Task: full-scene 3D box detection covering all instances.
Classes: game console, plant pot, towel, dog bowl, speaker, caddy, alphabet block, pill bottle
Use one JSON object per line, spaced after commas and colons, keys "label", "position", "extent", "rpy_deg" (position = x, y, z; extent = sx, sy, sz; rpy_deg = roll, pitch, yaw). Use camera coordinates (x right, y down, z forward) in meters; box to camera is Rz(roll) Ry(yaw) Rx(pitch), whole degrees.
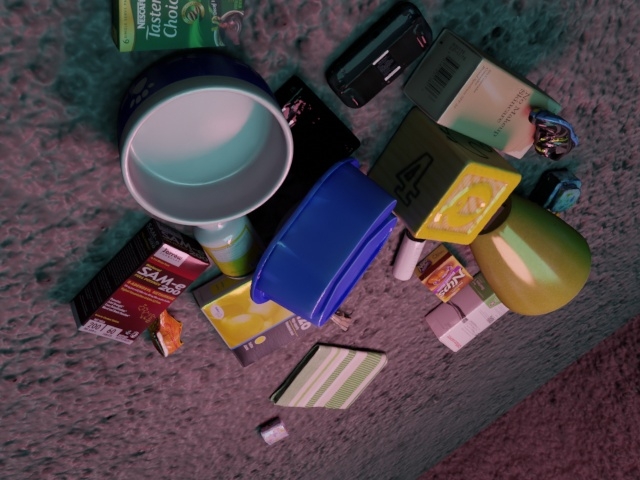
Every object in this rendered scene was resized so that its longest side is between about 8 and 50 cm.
{"label": "game console", "position": [0.054, -0.264, 1.156], "extent": [0.361, 0.044, 0.213], "rpy_deg": [-41, 143, 11]}
{"label": "plant pot", "position": [0.495, 0.004, 1.634], "extent": [0.275, 0.275, 0.293], "rpy_deg": [-44, 127, 12]}
{"label": "towel", "position": [0.035, 0.403, 1.884], "extent": [0.324, 0.038, 0.248], "rpy_deg": [17, 119, -44]}
{"label": "dog bowl", "position": [-0.182, -0.154, 1.013], "extent": [0.264, 0.104, 0.265], "rpy_deg": [-13, 138, -12]}
{"label": "speaker", "position": [0.220, 0.036, 1.600], "extent": [0.055, 0.055, 0.136], "rpy_deg": [-12, 138, -27]}
{"label": "caddy", "position": [0.000, 0.000, 1.241], "extent": [0.341, 0.179, 0.241], "rpy_deg": [-53, 164, -9]}
{"label": "alphabet block", "position": [0.251, -0.129, 1.324], "extent": [0.192, 0.197, 0.193], "rpy_deg": [4, 128, -40]}
{"label": "pill bottle", "position": [-0.177, -0.013, 1.206], "extent": [0.103, 0.103, 0.184], "rpy_deg": [-31, 143, -4]}

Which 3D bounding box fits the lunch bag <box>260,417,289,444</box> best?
{"label": "lunch bag", "position": [-0.138, 0.568, 1.919], "extent": [0.071, 0.053, 0.083], "rpy_deg": [-29, 153, -4]}

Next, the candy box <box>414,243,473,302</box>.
{"label": "candy box", "position": [0.337, 0.093, 1.756], "extent": [0.109, 0.053, 0.186], "rpy_deg": [-42, 144, 9]}

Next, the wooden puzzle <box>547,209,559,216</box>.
{"label": "wooden puzzle", "position": [0.637, -0.063, 1.844], "extent": [0.116, 0.014, 0.079], "rpy_deg": [13, 118, -45]}

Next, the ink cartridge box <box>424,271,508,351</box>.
{"label": "ink cartridge box", "position": [0.444, 0.220, 1.941], "extent": [0.219, 0.093, 0.160], "rpy_deg": [-40, 142, 8]}

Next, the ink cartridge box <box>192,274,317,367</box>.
{"label": "ink cartridge box", "position": [-0.095, 0.135, 1.463], "extent": [0.307, 0.072, 0.304], "rpy_deg": [-28, 142, -5]}

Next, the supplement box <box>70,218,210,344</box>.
{"label": "supplement box", "position": [-0.340, 0.083, 1.214], "extent": [0.239, 0.073, 0.130], "rpy_deg": [-44, 142, 11]}

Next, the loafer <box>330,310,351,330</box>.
{"label": "loafer", "position": [0.047, 0.198, 1.666], "extent": [0.039, 0.045, 0.125], "rpy_deg": [-52, 150, -5]}

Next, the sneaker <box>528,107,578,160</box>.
{"label": "sneaker", "position": [0.467, -0.210, 1.303], "extent": [0.078, 0.067, 0.188], "rpy_deg": [-53, 143, 11]}

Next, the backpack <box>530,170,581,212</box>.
{"label": "backpack", "position": [0.641, -0.129, 1.714], "extent": [0.114, 0.084, 0.105], "rpy_deg": [-13, 140, -30]}

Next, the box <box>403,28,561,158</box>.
{"label": "box", "position": [0.327, -0.282, 1.276], "extent": [0.311, 0.121, 0.148], "rpy_deg": [9, 124, -43]}

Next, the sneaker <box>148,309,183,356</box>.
{"label": "sneaker", "position": [-0.327, 0.174, 1.348], "extent": [0.067, 0.064, 0.175], "rpy_deg": [-39, 153, -29]}

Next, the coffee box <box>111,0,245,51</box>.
{"label": "coffee box", "position": [-0.197, -0.325, 0.898], "extent": [0.184, 0.040, 0.113], "rpy_deg": [-11, 137, -28]}
